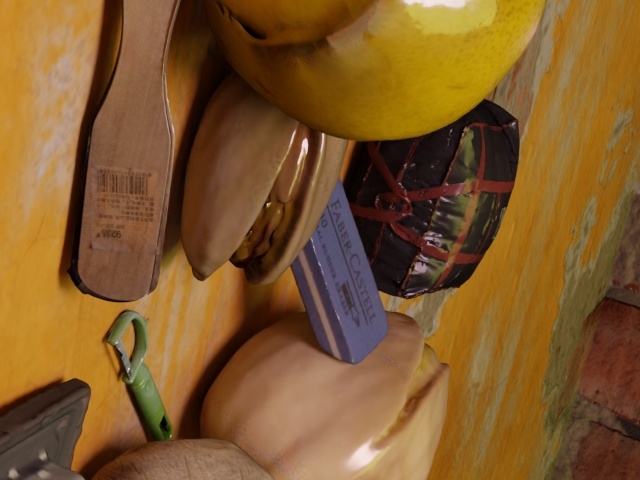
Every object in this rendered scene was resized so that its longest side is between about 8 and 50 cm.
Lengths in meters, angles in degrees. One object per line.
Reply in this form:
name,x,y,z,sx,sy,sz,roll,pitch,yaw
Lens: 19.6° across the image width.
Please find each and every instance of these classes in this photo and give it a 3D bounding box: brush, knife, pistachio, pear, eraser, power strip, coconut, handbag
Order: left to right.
power strip,-0.242,0.252,1.370,0.257,0.092,0.251,-30,134,-67
brush,-0.130,-0.110,1.350,0.065,0.070,0.327,-71,172,-65
knife,-0.150,0.119,1.599,0.212,0.015,0.054,79,29,-56
coconut,-0.123,0.264,1.563,0.224,0.224,0.224,-54,156,-38
pistachio,-0.051,-0.060,1.536,0.129,0.131,0.206,13,107,-26
eraser,0.000,0.000,1.681,0.082,0.036,0.225,-40,116,-53
pistachio,0.009,0.176,1.775,0.229,0.238,0.321,59,23,-9
pear,0.065,-0.213,1.397,0.336,0.285,0.285,-8,122,-34
handbag,0.110,-0.048,1.910,0.169,0.155,0.215,-9,120,-60
